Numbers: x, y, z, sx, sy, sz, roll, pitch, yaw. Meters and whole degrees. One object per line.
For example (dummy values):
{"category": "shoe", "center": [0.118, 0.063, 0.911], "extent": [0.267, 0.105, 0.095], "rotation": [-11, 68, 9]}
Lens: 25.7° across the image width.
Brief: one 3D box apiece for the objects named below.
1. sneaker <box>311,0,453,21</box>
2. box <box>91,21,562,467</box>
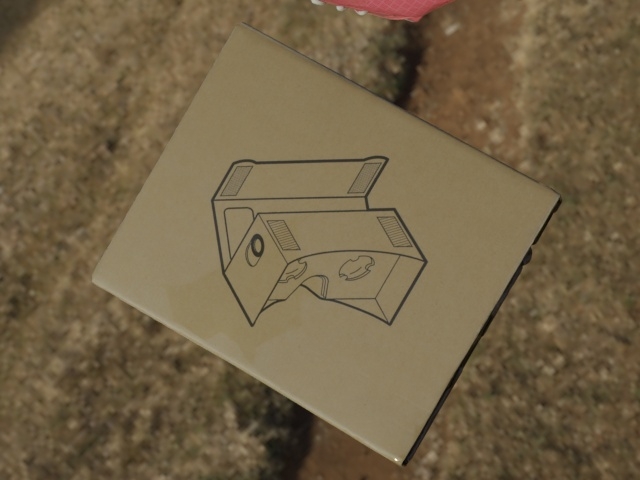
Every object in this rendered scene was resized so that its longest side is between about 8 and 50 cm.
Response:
{"category": "sneaker", "center": [0.024, -0.210, 1.057], "extent": [0.314, 0.136, 0.116], "rotation": [-3, 50, 20]}
{"category": "box", "center": [0.000, 0.000, 0.744], "extent": [0.164, 0.201, 0.021], "rotation": [-60, -15, -2]}
